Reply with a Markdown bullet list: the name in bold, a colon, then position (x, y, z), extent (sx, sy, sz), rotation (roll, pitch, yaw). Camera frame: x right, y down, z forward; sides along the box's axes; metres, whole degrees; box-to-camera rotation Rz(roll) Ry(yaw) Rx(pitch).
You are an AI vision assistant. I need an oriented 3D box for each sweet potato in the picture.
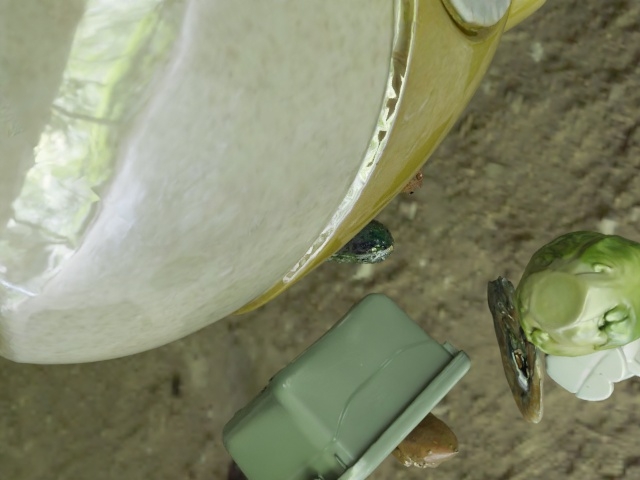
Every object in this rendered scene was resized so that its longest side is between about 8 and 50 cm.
- **sweet potato**: position (0.094, 0.212, 1.371), extent (0.206, 0.060, 0.068), rotation (-154, 75, -66)

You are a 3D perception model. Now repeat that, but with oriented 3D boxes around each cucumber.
- **cucumber**: position (-0.001, -0.003, 1.411), extent (0.245, 0.067, 0.067), rotation (-5, 78, 48)

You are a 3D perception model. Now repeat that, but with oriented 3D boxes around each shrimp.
- **shrimp**: position (0.260, 0.133, 1.639), extent (0.152, 0.046, 0.219), rotation (79, -179, -62)

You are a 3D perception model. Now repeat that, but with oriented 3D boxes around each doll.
- **doll**: position (0.331, 0.107, 1.434), extent (0.144, 0.271, 0.208), rotation (40, 139, 14)

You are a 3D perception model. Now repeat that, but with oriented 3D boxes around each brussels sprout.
- **brussels sprout**: position (0.250, 0.049, 1.160), extent (0.155, 0.155, 0.117), rotation (-21, 73, 50)

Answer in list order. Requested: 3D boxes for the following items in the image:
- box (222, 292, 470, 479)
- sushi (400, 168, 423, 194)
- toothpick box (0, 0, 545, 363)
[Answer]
- **box**: position (0.013, 0.117, 0.883), extent (0.093, 0.172, 0.124), rotation (48, 135, 4)
- **sushi**: position (0.054, -0.170, 1.241), extent (0.149, 0.287, 0.140), rotation (-33, 21, 25)
- **toothpick box**: position (-0.093, -0.168, 0.727), extent (0.409, 0.425, 0.409), rotation (42, 157, 23)
